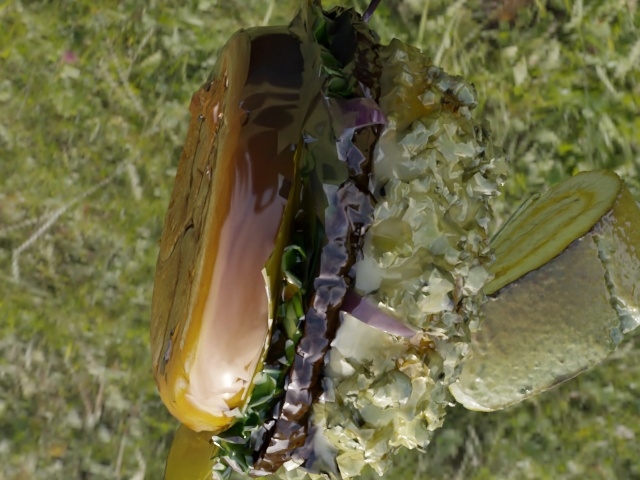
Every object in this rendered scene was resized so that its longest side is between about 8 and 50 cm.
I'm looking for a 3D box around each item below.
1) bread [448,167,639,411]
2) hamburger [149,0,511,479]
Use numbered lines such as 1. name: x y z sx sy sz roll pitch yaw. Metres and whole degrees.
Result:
1. bread: 0.206 0.053 1.183 0.257 0.186 0.124 -41 101 -8
2. hamburger: 0.000 0.000 0.607 0.138 0.262 0.243 11 143 -14
